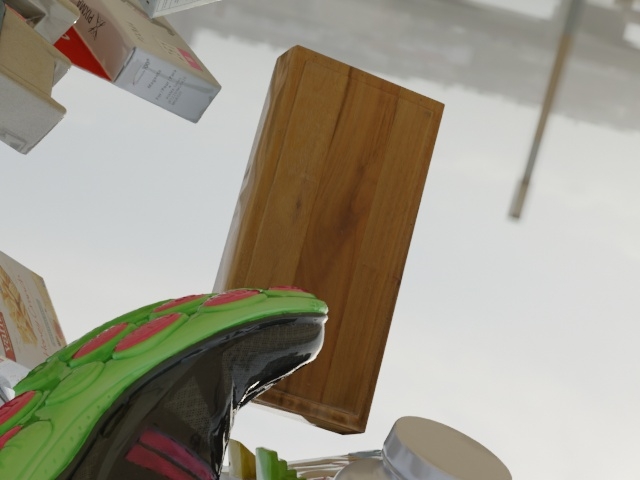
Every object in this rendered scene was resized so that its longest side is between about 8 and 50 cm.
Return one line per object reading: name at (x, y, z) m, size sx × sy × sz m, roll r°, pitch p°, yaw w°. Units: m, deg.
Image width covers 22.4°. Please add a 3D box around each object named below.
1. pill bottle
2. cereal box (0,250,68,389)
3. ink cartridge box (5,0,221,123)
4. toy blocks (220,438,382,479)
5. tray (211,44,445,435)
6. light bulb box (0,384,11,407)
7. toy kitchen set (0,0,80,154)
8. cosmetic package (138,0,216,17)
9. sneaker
pill bottle at (0.058, 0.337, 1.547) m, size 0.181 × 0.323 × 0.181 m, roll 24°, pitch -165°, yaw -7°
cereal box at (-0.357, 0.090, 1.846) m, size 0.047 × 0.173 × 0.240 m, roll -26°, pitch 159°, yaw 6°
ink cartridge box at (-0.267, -0.259, 1.885) m, size 0.239 × 0.060 × 0.275 m, roll 25°, pitch -163°, yaw -37°
toy blocks at (0.042, 0.339, 2.026) m, size 0.260 × 0.191 × 0.381 m, roll -4°, pitch -178°, yaw -24°
tray at (0.000, 0.000, 1.881) m, size 0.202 × 0.411 × 0.076 m, roll 20°, pitch 165°, yaw -19°
light bulb box at (-0.564, 0.059, 1.876) m, size 0.358 × 0.225 × 0.361 m, roll 57°, pitch 177°, yaw -29°
toy kitchen set at (-0.271, -0.093, 1.056) m, size 0.122 × 0.207 × 0.166 m, roll 36°, pitch -152°, yaw -27°
cosmetic package at (-0.059, -0.180, 0.981) m, size 0.115 × 0.060 × 0.041 m, roll -20°, pitch -118°, yaw -33°
sneaker at (-0.165, 0.193, 1.333) m, size 0.185 × 0.202 × 0.483 m, roll -7°, pitch -155°, yaw 49°
